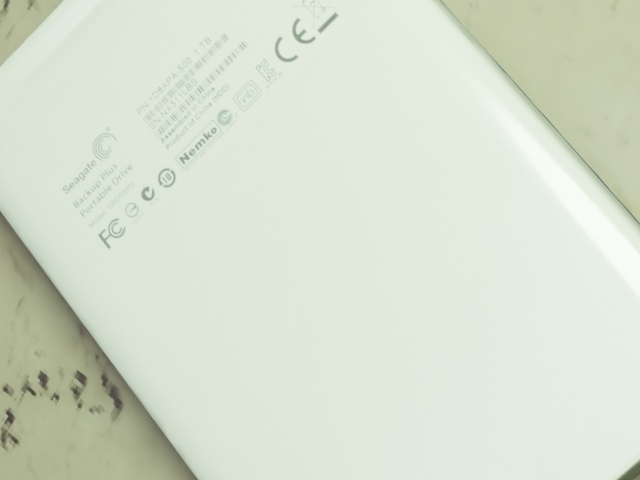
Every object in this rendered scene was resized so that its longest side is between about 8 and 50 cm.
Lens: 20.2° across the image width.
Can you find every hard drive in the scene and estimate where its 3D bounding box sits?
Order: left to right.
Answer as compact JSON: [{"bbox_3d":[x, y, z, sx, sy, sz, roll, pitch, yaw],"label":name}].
[{"bbox_3d":[0.000,0.000,0.765,0.210,0.040,0.318,-44,71,14],"label":"hard drive"}]
